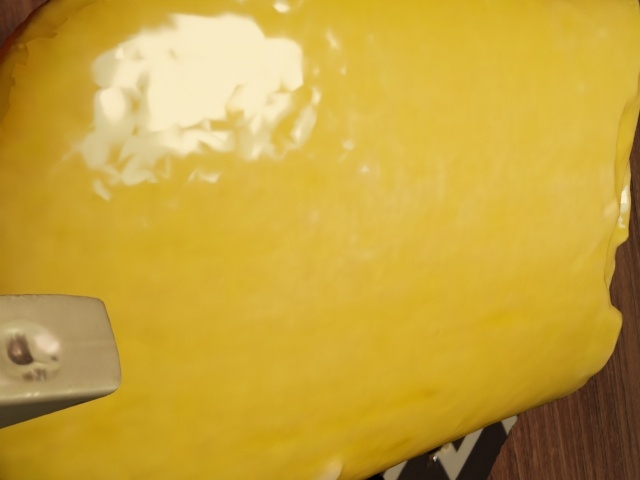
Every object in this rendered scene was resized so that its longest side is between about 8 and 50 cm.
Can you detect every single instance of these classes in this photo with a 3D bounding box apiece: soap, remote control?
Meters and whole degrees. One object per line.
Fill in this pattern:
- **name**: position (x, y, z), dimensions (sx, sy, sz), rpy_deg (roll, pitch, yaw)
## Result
- **soap**: position (-0.002, -0.001, 0.699), dimensions (0.427, 0.115, 0.306), rpy_deg (-6, 117, -41)
- **remote control**: position (-0.218, 0.076, 0.522), dimensions (0.123, 0.285, 0.038), rpy_deg (2, 71, -60)

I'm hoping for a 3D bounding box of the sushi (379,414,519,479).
- **sushi**: position (0.103, 0.049, 1.206), dimensions (0.373, 0.100, 0.296), rpy_deg (-59, 141, -25)
